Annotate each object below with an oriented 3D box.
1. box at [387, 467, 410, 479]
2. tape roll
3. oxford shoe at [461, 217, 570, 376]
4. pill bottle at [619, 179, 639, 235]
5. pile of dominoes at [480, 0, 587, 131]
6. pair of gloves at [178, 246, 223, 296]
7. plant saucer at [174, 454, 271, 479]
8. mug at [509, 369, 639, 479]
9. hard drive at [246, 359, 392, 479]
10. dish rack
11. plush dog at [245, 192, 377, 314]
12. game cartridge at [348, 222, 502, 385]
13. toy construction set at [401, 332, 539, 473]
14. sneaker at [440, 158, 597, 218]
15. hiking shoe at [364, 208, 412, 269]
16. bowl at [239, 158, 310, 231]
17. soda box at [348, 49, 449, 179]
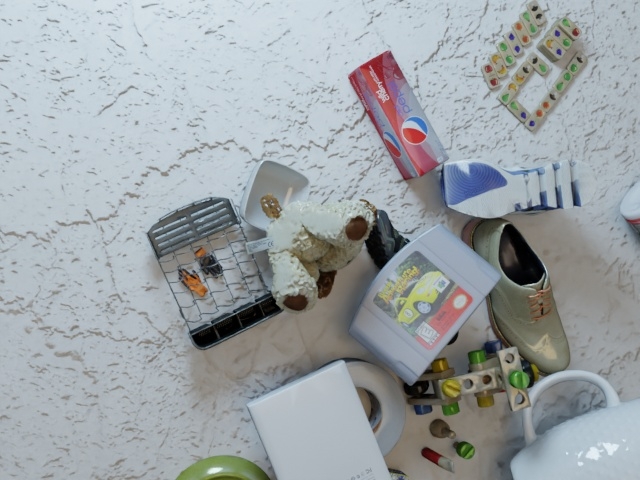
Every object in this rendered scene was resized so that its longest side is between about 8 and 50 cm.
[{"bbox_3d":[0.135,0.571,1.634,0.059,0.054,0.169,16,85,-14],"label":"box"},{"bbox_3d":[0.064,0.357,1.611,0.219,0.072,0.219,0,89,-14],"label":"tape roll"},{"bbox_3d":[0.442,0.130,1.678,0.140,0.146,0.397,-34,98,-14],"label":"oxford shoe"},{"bbox_3d":[0.843,-0.019,1.783,0.283,0.161,0.161,44,79,-10],"label":"pill bottle"},{"bbox_3d":[0.492,-0.405,1.759,0.196,0.040,0.251,40,79,-11],"label":"pile of dominoes"},{"bbox_3d":[-0.242,0.064,1.565,0.074,0.010,0.083,45,77,-14],"label":"pair of gloves"},{"bbox_3d":[-0.198,0.556,1.554,0.241,0.037,0.241,0,89,-15],"label":"plant saucer"},{"bbox_3d":[0.569,0.460,1.638,0.328,0.276,0.374,-19,74,9],"label":"mug"},{"bbox_3d":[0.009,0.426,1.536,0.210,0.040,0.318,-23,95,-14],"label":"hard drive"},{"bbox_3d":[-0.211,0.054,1.530,0.208,0.074,0.271,-26,98,-20],"label":"dish rack"},{"bbox_3d":[0.000,0.000,1.543,0.210,0.225,0.262,46,107,29],"label":"plush dog"},{"bbox_3d":[0.201,0.119,1.562,0.196,0.060,0.294,39,85,7],"label":"game cartridge"},{"bbox_3d":[0.310,0.326,1.592,0.257,0.237,0.308,15,85,-14],"label":"toy construction set"},{"bbox_3d":[0.418,-0.102,1.680,0.316,0.182,0.127,0,85,4],"label":"sneaker"},{"bbox_3d":[0.175,0.027,1.651,0.114,0.086,0.227,-29,105,-23],"label":"hiking shoe"},{"bbox_3d":[-0.098,-0.085,1.571,0.142,0.053,0.142,22,83,-36],"label":"bowl"},{"bbox_3d":[0.163,-0.262,1.640,0.083,0.092,0.263,-32,97,-13],"label":"soda box"}]
